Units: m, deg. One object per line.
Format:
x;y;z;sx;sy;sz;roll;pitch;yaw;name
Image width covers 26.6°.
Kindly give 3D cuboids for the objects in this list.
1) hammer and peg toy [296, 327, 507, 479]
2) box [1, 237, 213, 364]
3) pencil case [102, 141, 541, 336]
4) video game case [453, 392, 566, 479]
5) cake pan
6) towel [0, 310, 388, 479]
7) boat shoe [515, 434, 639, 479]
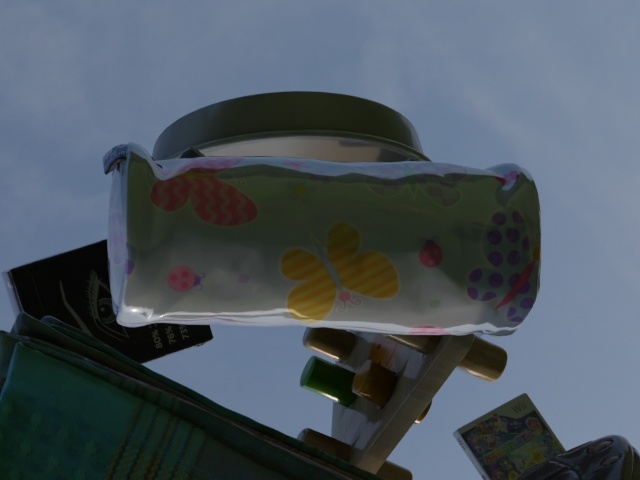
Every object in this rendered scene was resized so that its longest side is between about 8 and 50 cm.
0.082;0.072;1.418;0.127;0.266;0.361;25;-147;-13;hammer and peg toy
-0.250;0.075;1.576;0.207;0.108;0.153;-17;-87;-17;box
0.000;0.000;0.842;0.273;0.124;0.113;3;-69;-9;pencil case
0.172;0.190;1.096;0.087;0.011;0.122;-21;-110;-38;video game case
-0.032;-0.063;1.282;0.293;0.293;0.054;14;-116;-40;cake pan
-0.098;0.255;0.642;0.040;0.271;0.370;6;-73;-80;towel
0.161;0.264;0.791;0.130;0.132;0.355;52;-143;-15;boat shoe
